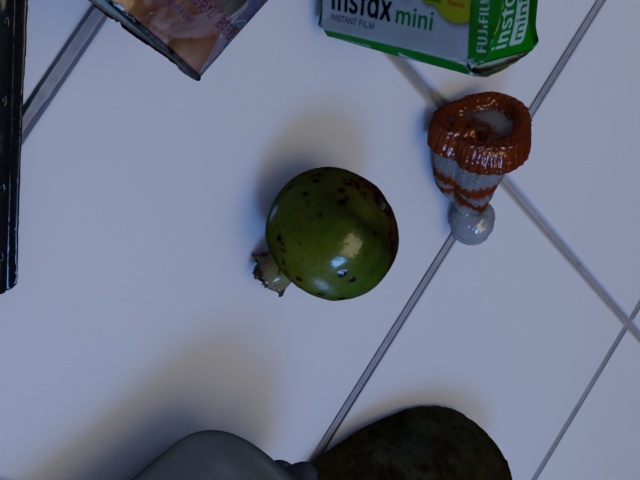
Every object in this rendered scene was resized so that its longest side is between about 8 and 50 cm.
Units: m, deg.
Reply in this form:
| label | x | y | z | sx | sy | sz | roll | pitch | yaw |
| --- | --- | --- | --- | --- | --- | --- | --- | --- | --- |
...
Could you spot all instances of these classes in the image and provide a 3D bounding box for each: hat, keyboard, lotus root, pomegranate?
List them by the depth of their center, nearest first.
| label | x | y | z | sx | sy | sz | roll | pitch | yaw |
| --- | --- | --- | --- | --- | --- | --- | --- | --- | --- |
| keyboard | -0.241 | -0.064 | 0.589 | 0.094 | 0.025 | 0.230 | -10 | 117 | -42 |
| pomegranate | 0.006 | -0.006 | 0.795 | 0.130 | 0.130 | 0.130 | -21 | 124 | -35 |
| hat | 0.160 | -0.066 | 0.939 | 0.112 | 0.093 | 0.162 | -21 | 143 | -23 |
| lotus root | 0.119 | 0.298 | 1.016 | 0.314 | 0.210 | 0.142 | -8 | 128 | -55 |

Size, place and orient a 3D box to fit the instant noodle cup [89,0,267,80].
| label | x | y | z | sx | sy | sz | roll | pitch | yaw |
| --- | --- | --- | --- | --- | --- | --- | --- | --- | --- |
| instant noodle cup | -0.079 | -0.242 | 0.515 | 0.231 | 0.243 | 0.243 | -52 | 137 | 1 |

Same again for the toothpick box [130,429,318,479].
| label | x | y | z | sx | sy | sz | roll | pitch | yaw |
| --- | --- | --- | --- | --- | --- | --- | --- | --- | --- |
| toothpick box | -0.122 | 0.302 | 0.772 | 0.316 | 0.229 | 0.229 | -40 | 133 | -24 |

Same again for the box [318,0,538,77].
| label | x | y | z | sx | sy | sz | roll | pitch | yaw |
| --- | --- | --- | --- | --- | --- | --- | --- | --- | --- |
| box | 0.088 | -0.263 | 0.687 | 0.103 | 0.180 | 0.250 | -22 | 123 | -39 |
